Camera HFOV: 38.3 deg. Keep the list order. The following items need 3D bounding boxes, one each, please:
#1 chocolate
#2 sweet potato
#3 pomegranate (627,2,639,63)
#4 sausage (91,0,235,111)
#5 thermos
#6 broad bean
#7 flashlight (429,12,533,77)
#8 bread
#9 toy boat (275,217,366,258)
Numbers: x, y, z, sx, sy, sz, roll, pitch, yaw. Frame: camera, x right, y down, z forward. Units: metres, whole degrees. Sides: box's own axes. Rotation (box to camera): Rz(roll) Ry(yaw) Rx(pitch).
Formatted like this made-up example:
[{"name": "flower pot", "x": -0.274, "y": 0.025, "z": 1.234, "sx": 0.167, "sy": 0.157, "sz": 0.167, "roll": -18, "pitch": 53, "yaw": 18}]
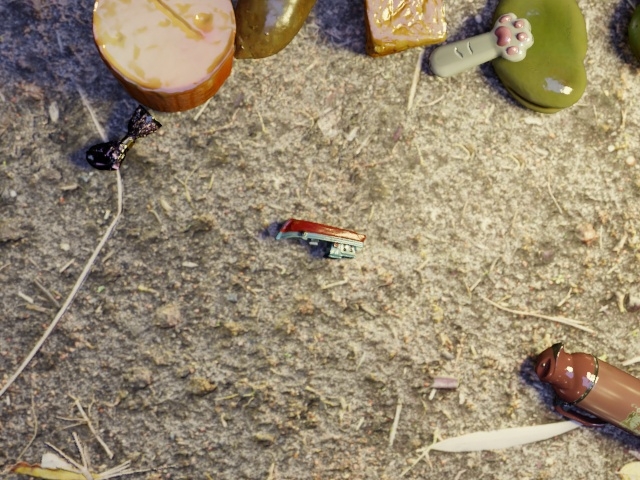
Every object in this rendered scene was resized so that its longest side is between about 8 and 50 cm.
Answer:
[{"name": "chocolate", "x": -0.358, "y": -0.180, "z": 1.683, "sx": 0.147, "sy": 0.072, "sz": 0.070, "roll": -43, "pitch": 141, "yaw": 6}, {"name": "sweet potato", "x": -0.047, "y": -0.509, "z": 1.666, "sx": 0.130, "sy": 0.130, "sz": 0.422, "roll": 22, "pitch": 84, "yaw": -10}, {"name": "pomegranate", "x": 0.692, "y": -0.391, "z": 1.773, "sx": 0.210, "sy": 0.180, "sz": 0.180, "roll": 29, "pitch": 91, "yaw": -46}, {"name": "sausage", "x": -0.260, "y": -0.343, "z": 1.563, "sx": 0.233, "sy": 0.287, "sz": 0.233, "roll": 0, "pitch": 91, "yaw": -6}, {"name": "thermos", "x": 0.569, "y": 0.309, "z": 1.849, "sx": 0.330, "sy": 0.136, "sz": 0.109, "roll": 27, "pitch": 63, "yaw": -10}, {"name": "broad bean", "x": 0.417, "y": -0.370, "z": 1.759, "sx": 0.189, "sy": 0.121, "sz": 0.263, "roll": -6, "pitch": 81, "yaw": -2}, {"name": "flashlight", "x": 0.296, "y": -0.359, "z": 1.720, "sx": 0.200, "sy": 0.047, "sz": 0.093, "roll": -15, "pitch": 76, "yaw": 25}, {"name": "bread", "x": 0.146, "y": -0.422, "z": 1.687, "sx": 0.143, "sy": 0.149, "sz": 0.158, "roll": -7, "pitch": 97, "yaw": -4}, {"name": "toy boat", "x": 0.000, "y": 0.000, "z": 1.743, "sx": 0.173, "sy": 0.069, "sz": 0.059, "roll": 13, "pitch": 85, "yaw": -14}]
